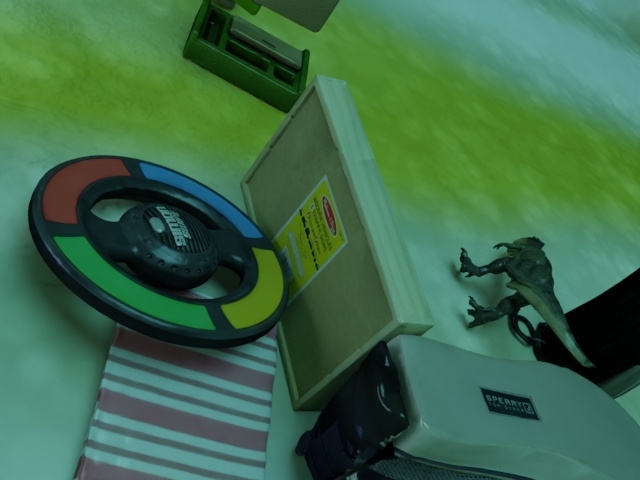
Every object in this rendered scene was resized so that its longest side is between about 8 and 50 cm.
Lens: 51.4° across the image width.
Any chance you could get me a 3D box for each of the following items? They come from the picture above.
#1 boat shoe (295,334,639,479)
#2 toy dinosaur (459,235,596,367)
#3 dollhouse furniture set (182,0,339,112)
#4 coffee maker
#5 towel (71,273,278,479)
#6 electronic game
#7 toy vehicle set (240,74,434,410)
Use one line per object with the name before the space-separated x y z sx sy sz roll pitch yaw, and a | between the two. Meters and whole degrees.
boat shoe | 0.139 0.188 0.578 0.341 0.158 0.127 23 36 -26
toy dinosaur | 0.233 0.056 0.803 0.118 0.064 0.268 -2 30 5
dollhouse furniture set | -0.046 -0.353 0.856 0.151 0.197 0.301 23 45 -19
coffee maker | 0.356 0.107 0.796 0.171 0.178 0.120 23 44 -21
towel | -0.107 0.128 0.533 0.144 0.029 0.197 23 47 -22
electronic game | -0.129 0.002 0.567 0.229 0.048 0.229 27 28 -15
toy vehicle set | 0.000 0.000 0.617 0.035 0.166 0.266 7 52 -34
